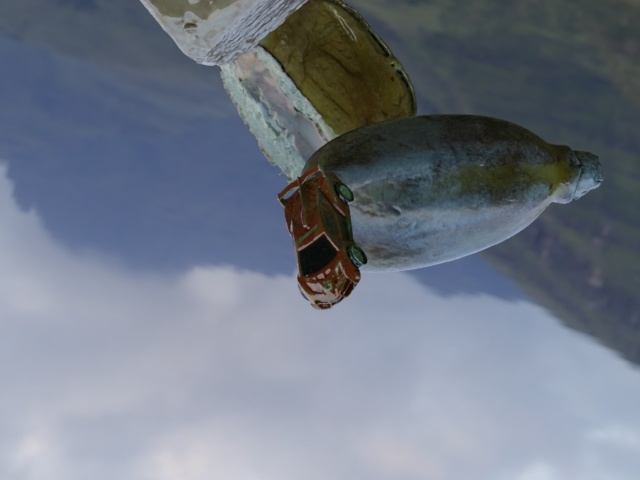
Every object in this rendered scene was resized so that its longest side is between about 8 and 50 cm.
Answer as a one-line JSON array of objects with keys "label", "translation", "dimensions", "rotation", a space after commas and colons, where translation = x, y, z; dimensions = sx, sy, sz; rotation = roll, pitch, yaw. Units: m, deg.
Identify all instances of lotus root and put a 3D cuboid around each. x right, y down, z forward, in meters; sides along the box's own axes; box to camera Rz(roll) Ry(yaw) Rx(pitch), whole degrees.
[{"label": "lotus root", "translation": [0.134, -0.059, 1.900], "dimensions": [0.322, 0.158, 0.140], "rotation": [-10, 151, 8]}]

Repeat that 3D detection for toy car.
[{"label": "toy car", "translation": [0.000, 0.000, 1.417], "dimensions": [0.035, 0.059, 0.122], "rotation": [35, -148, -37]}]

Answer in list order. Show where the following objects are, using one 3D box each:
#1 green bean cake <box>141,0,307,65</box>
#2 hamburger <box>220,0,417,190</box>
[{"label": "green bean cake", "translation": [-0.035, -0.198, 1.187], "dimensions": [0.085, 0.179, 0.109], "rotation": [50, -176, 6]}, {"label": "hamburger", "translation": [0.012, -0.195, 2.287], "dimensions": [0.309, 0.132, 0.211], "rotation": [51, -129, -4]}]
